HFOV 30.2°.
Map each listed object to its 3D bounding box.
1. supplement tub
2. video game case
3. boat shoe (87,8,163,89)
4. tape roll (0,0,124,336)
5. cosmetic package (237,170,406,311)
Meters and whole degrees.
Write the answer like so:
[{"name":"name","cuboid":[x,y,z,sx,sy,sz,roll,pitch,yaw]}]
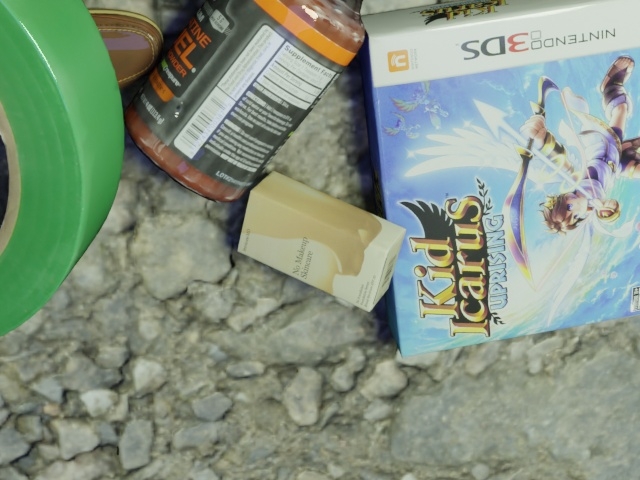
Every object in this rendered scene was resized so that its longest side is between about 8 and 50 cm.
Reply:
[{"name":"supplement tub","cuboid":[-0.041,-0.129,0.820,0.106,0.106,0.198,34,105,-21]},{"name":"video game case","cuboid":[0.163,-0.054,0.910,0.244,0.061,0.270,-9,116,-3]},{"name":"boat shoe","cuboid":[-0.197,-0.119,0.825,0.178,0.060,0.064,-8,116,-5]},{"name":"tape roll","cuboid":[-0.290,-0.078,0.765,0.321,0.077,0.321,6,122,10]},{"name":"cosmetic package","cuboid":[0.000,0.000,0.889,0.115,0.041,0.060,23,124,15]}]
